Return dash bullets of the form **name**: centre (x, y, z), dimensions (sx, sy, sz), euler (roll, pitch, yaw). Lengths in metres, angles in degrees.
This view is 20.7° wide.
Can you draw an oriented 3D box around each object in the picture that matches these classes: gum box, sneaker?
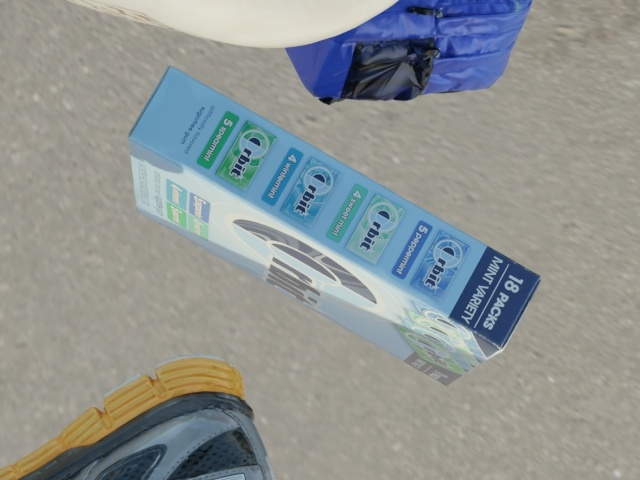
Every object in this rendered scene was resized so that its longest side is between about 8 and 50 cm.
- **gum box**: centre (0.000, 0.000, 0.819), dimensions (0.184, 0.157, 0.041), euler (29, 78, 1)
- **sneaker**: centre (-0.110, 0.136, 0.719), dimensions (0.215, 0.084, 0.083), euler (-36, 64, 6)

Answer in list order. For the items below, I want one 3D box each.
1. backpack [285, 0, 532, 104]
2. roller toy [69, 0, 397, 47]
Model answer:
- **backpack**: centre (0.048, -0.126, 0.897), dimensions (0.120, 0.098, 0.101), euler (-1, 139, -25)
- **roller toy**: centre (-0.033, -0.150, 0.464), dimensions (0.191, 0.146, 0.209), euler (-42, 136, -32)
